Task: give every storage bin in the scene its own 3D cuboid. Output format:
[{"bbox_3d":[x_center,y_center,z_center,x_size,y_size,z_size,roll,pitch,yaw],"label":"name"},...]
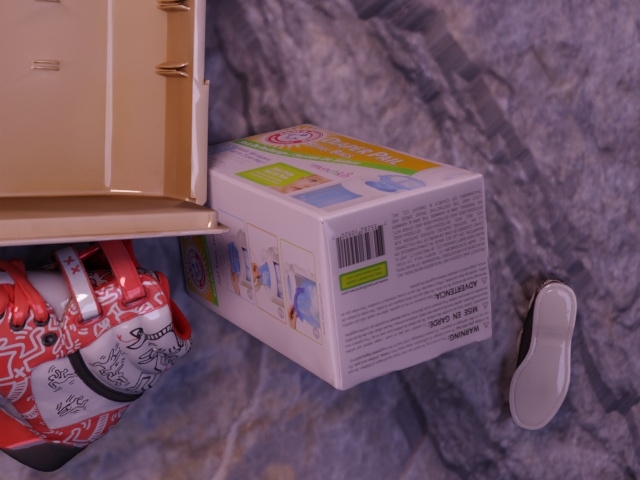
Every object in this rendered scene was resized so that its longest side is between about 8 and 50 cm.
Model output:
[{"bbox_3d":[-0.166,-0.134,0.632,0.260,0.123,0.262,-3,98,-37],"label":"storage bin"}]

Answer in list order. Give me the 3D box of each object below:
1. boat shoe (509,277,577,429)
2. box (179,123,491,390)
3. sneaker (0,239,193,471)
[{"bbox_3d":[0.181,0.091,0.975,0.046,0.038,0.125,7,100,4],"label":"boat shoe"},{"bbox_3d":[0.000,0.000,0.746,0.114,0.203,0.103,-16,111,-28],"label":"box"},{"bbox_3d":[-0.180,0.032,0.666,0.145,0.090,0.270,-40,142,5],"label":"sneaker"}]
